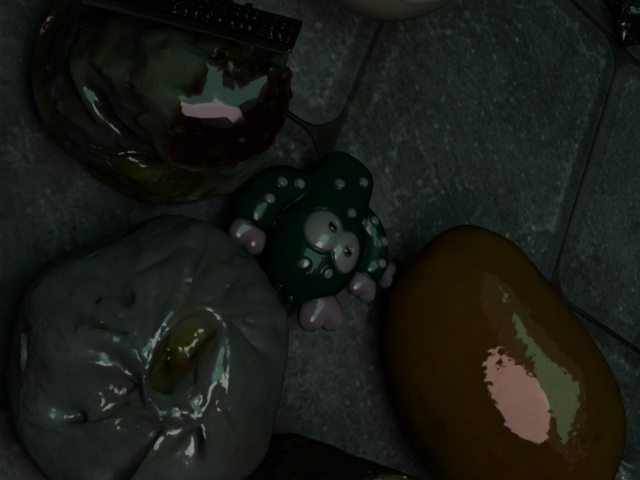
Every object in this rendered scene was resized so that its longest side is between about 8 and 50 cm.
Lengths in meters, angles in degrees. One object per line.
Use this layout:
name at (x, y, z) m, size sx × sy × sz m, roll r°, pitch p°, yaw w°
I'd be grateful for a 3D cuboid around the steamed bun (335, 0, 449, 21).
steamed bun at (0.082, -0.441, 1.234) m, size 0.283 × 0.177 × 0.283 m, roll 0°, pitch 90°, yaw -31°

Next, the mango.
mango at (0.251, 0.196, 1.260) m, size 0.300 × 0.232 × 0.445 m, roll -22°, pitch 95°, yaw 8°

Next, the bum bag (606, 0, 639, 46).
bum bag at (0.550, -0.465, 1.622) m, size 0.102 × 0.069 × 0.248 m, roll -34°, pitch 110°, yaw -6°

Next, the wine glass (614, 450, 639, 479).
wine glass at (0.432, 0.297, 1.459) m, size 0.143 × 0.143 × 0.321 m, roll -48°, pitch 112°, yaw -27°

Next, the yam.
yam at (0.001, 0.343, 1.067) m, size 0.195 × 0.300 × 0.195 m, roll 2°, pitch 87°, yaw -27°

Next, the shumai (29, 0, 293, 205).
shumai at (-0.148, -0.195, 1.013) m, size 0.309 × 0.263 × 0.304 m, roll -7°, pitch 93°, yaw -34°

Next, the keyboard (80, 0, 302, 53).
keyboard at (-0.134, -0.247, 0.950) m, size 0.230 × 0.025 × 0.093 m, roll 14°, pitch 34°, yaw -2°

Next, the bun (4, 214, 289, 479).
bun at (-0.176, 0.148, 1.013) m, size 0.355 × 0.194 × 0.354 m, roll 2°, pitch 86°, yaw -30°

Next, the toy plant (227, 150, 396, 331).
toy plant at (-0.004, -0.002, 1.190) m, size 0.243 × 0.113 × 0.232 m, roll -34°, pitch 101°, yaw -37°
